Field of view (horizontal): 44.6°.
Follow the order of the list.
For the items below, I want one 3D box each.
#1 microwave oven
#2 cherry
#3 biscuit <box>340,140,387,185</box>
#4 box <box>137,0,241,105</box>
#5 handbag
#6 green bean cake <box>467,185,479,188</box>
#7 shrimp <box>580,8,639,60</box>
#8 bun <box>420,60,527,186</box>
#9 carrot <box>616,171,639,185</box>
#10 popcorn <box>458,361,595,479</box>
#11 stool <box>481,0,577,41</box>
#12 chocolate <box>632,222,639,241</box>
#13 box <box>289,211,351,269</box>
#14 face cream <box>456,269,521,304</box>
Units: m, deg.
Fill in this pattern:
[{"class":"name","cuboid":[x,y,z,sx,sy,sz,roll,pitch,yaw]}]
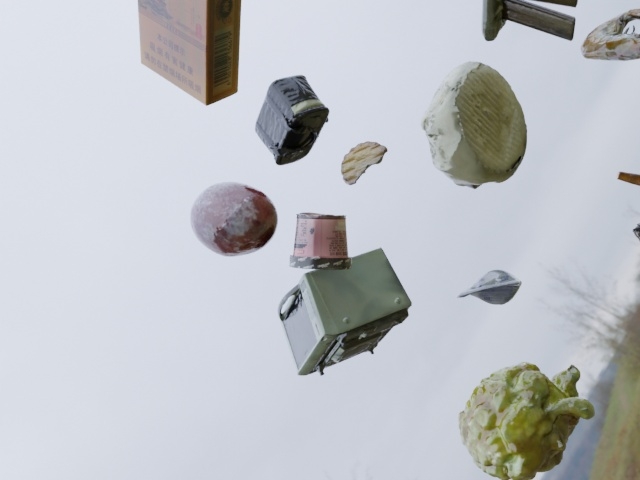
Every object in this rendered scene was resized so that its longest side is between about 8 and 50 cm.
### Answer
[{"class":"microwave oven","cuboid":[0.065,0.249,2.497,0.332,0.247,0.394,-17,-21,-22]},{"class":"cherry","cuboid":[-0.243,-0.062,2.182,0.236,0.213,0.285,-12,-3,-33]},{"class":"biscuit","cuboid":[0.140,-0.265,2.634,0.183,0.118,0.061,-44,-31,-3]},{"class":"box","cuboid":[-0.206,-0.372,1.210,0.076,0.174,0.274,-34,-34,-37]},{"class":"handbag","cuboid":[-0.081,-0.360,2.374,0.181,0.181,0.254,-19,-25,-34]},{"class":"green bean cake","cuboid":[0.519,-0.294,2.519,0.198,0.097,0.233,-38,-34,-49]},{"class":"shrimp","cuboid":[0.694,-0.454,1.710,0.169,0.296,0.058,-45,-65,-1]},{"class":"bun","cuboid":[0.426,-0.316,2.231,0.359,0.211,0.360,8,-103,-36]},{"class":"carrot","cuboid":[0.765,-0.148,1.882,0.032,0.093,0.032,12,-90,-79]},{"class":"popcorn","cuboid":[0.510,0.452,1.992,0.274,0.279,0.336,-147,77,-79]},{"class":"stool","cuboid":[0.514,-0.659,1.870,0.310,0.226,0.310,-66,-22,-48]},{"class":"chocolate","cuboid":[0.895,0.084,1.926,0.102,0.329,0.065,-29,-13,-5]},{"class":"box","cuboid":[0.000,0.000,1.871,0.151,0.151,0.135,-5,-85,-63]},{"class":"face cream","cuboid":[0.332,0.089,1.490,0.224,0.114,0.070,11,-115,-70]}]
